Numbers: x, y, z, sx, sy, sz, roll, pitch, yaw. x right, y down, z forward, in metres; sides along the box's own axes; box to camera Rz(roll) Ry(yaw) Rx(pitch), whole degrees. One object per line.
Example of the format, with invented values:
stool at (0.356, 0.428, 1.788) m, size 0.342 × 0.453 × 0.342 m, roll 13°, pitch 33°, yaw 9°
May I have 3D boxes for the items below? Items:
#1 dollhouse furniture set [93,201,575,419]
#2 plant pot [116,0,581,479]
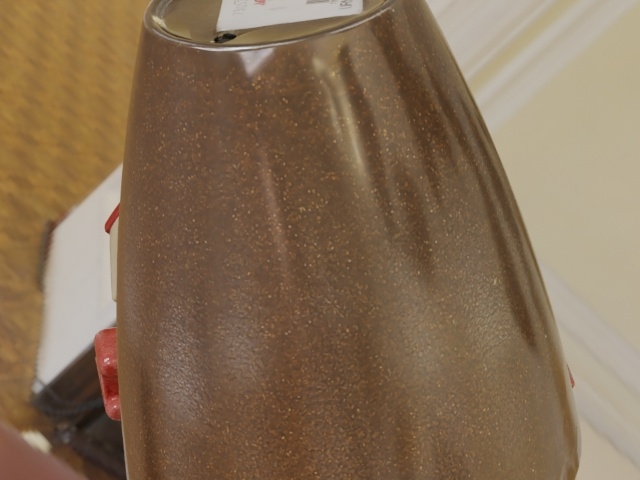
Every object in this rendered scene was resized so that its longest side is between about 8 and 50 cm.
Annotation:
dollhouse furniture set at (-0.016, 0.072, 1.021) m, size 0.374 × 0.201 × 0.152 m, roll 23°, pitch 30°, yaw -29°
plant pot at (0.000, 0.000, 0.586) m, size 0.215 × 0.215 × 0.230 m, roll -106°, pitch -174°, yaw -60°
